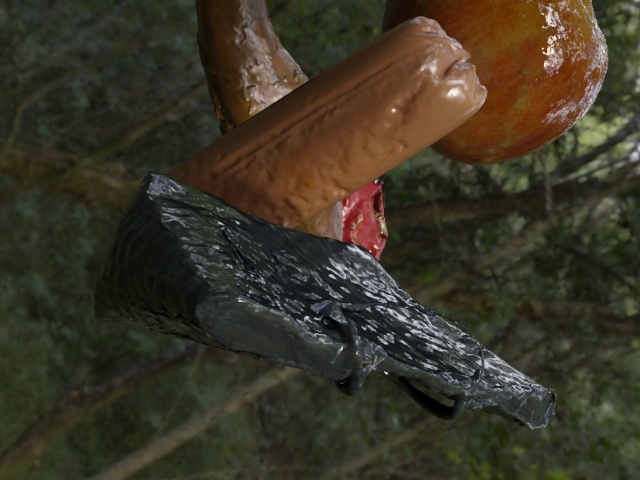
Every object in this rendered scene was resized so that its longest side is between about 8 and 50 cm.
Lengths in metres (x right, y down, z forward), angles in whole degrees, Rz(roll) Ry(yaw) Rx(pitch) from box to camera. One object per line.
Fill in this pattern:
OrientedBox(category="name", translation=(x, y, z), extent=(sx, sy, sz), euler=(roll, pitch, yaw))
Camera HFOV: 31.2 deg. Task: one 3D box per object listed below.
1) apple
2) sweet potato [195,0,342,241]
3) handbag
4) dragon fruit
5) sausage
OrientedBox(category="apple", translation=(0.227, -0.246, 1.431), extent=(0.301, 0.301, 0.302), euler=(158, -90, -90))
OrientedBox(category="sweet potato", translation=(-0.038, -0.088, 1.019), extent=(0.106, 0.095, 0.355), euler=(-84, 158, -53))
OrientedBox(category="handbag", translation=(0.000, 0.044, 0.625), extent=(0.270, 0.089, 0.175), euler=(20, 2, -42))
OrientedBox(category="dragon fruit", translation=(0.000, 0.000, 1.535), extent=(0.163, 0.189, 0.262), euler=(19, -16, 24))
OrientedBox(category="sausage", translation=(-0.018, -0.058, 0.818), extent=(0.086, 0.289, 0.086), euler=(48, 23, -28))
